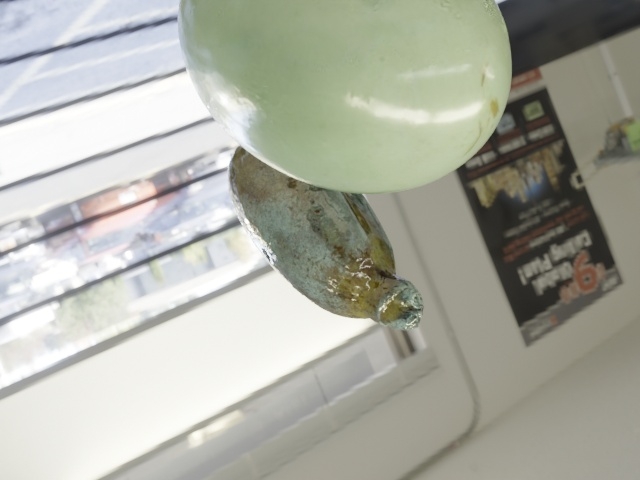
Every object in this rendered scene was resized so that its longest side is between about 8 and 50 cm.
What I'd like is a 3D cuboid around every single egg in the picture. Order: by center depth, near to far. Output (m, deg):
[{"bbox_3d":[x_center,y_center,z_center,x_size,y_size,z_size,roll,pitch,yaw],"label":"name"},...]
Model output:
[{"bbox_3d":[0.012,-0.143,0.695,0.282,0.203,0.203,29,-142,35],"label":"egg"}]

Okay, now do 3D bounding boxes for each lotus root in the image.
[{"bbox_3d":[0.000,0.000,1.158,0.140,0.322,0.158,-43,158,18],"label":"lotus root"}]
